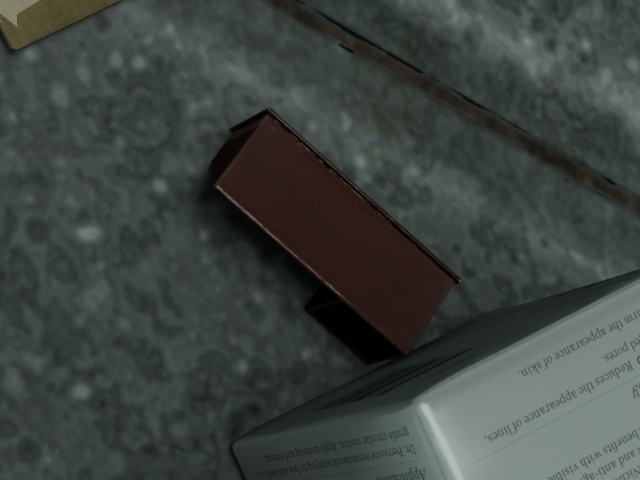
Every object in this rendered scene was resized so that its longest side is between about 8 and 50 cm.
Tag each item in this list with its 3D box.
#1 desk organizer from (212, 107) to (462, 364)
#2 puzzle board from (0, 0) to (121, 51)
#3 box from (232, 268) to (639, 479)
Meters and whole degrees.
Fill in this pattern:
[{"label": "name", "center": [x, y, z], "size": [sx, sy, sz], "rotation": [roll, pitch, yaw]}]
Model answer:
[{"label": "desk organizer", "center": [0.000, 0.000, 0.951], "size": [0.130, 0.047, 0.050], "rotation": [42, 66, -14]}, {"label": "puzzle board", "center": [-0.139, -0.165, 0.935], "size": [0.096, 0.011, 0.128], "rotation": [-30, 93, -28]}, {"label": "box", "center": [0.089, 0.101, 0.897], "size": [0.182, 0.181, 0.119], "rotation": [-24, 91, -30]}]
